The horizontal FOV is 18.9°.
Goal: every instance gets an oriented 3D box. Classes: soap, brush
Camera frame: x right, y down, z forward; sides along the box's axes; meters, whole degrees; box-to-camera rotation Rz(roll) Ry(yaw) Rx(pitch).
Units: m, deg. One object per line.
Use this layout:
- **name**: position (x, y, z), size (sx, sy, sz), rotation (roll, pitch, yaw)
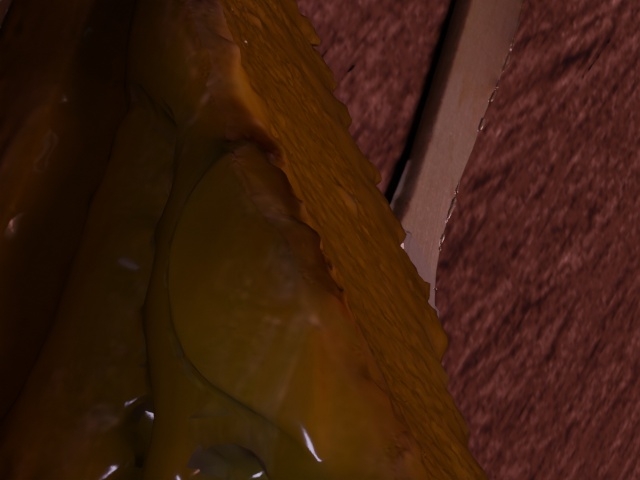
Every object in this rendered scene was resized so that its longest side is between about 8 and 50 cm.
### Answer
- **soap**: position (0.000, 0.000, 0.671), size (0.169, 0.304, 0.339), rotation (39, 61, -49)
- **brush**: position (0.052, -0.022, 0.965), size (0.085, 0.020, 0.337), rotation (45, 57, -43)
